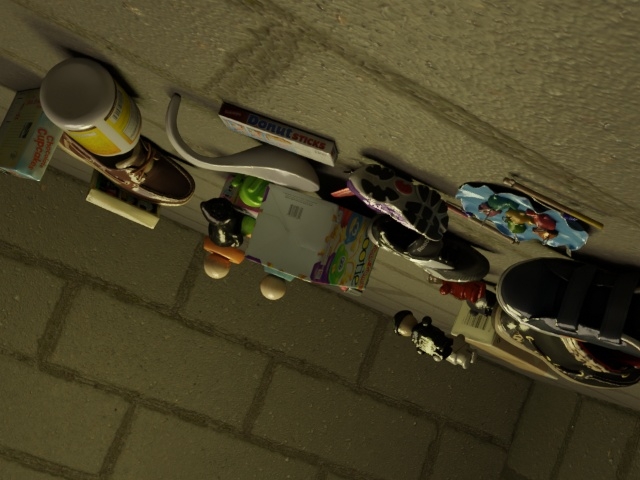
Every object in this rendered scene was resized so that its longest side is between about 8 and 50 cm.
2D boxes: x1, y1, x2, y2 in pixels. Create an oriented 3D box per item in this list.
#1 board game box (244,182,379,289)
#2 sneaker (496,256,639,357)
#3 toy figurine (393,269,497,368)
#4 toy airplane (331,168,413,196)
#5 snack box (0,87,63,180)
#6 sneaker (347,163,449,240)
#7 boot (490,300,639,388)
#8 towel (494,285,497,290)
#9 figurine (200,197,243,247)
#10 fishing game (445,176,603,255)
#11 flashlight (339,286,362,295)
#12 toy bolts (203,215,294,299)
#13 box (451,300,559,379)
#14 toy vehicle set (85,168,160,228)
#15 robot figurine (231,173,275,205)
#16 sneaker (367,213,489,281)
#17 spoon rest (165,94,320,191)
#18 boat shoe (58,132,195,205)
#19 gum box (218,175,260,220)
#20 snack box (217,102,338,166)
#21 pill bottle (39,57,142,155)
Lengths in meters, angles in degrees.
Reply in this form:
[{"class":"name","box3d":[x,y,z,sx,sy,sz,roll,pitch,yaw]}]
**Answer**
[{"class":"board game box","box3d":[0.000,0.000,1.393,0.144,0.142,0.275,19,-178,24]},{"class":"sneaker","box3d":[0.425,0.098,1.094,0.321,0.126,0.127,15,173,10]},{"class":"toy figurine","box3d":[0.282,0.162,1.641,0.148,0.213,0.209,28,180,37]},{"class":"toy airplane","box3d":[0.096,-0.077,1.154,0.151,0.028,0.151,12,160,4]},{"class":"snack box","box3d":[-0.627,-0.229,1.589,0.060,0.187,0.322,27,172,-34]},{"class":"sneaker","box3d":[0.115,-0.058,1.089,0.170,0.068,0.071,32,166,-16]},{"class":"boot","box3d":[0.568,0.218,1.513,0.377,0.138,0.284,29,171,-13]},{"class":"towel","box3d":[0.429,0.119,1.660,0.083,0.009,0.060,21,172,10]},{"class":"figurine","box3d":[-0.143,-0.020,1.558,0.215,0.092,0.209,21,171,4]},{"class":"fishing game","box3d":[0.269,-0.022,1.014,0.189,0.041,0.264,26,172,-9]},{"class":"flashlight","box3d":[-0.004,0.068,2.225,0.304,0.103,0.103,23,176,-11]},{"class":"toy bolts","box3d":[-0.146,0.045,1.751,0.229,0.158,0.218,19,173,21]},{"class":"box","box3d":[0.505,0.251,1.946,0.311,0.121,0.148,28,170,-34]},{"class":"toy vehicle set","box3d":[-0.468,-0.141,1.801,0.166,0.035,0.267,25,-155,-23]},{"class":"robot figurine","box3d":[-0.127,-0.102,1.491,0.101,0.067,0.115,38,171,-11]},{"class":"sneaker","box3d":[0.194,0.013,1.330,0.234,0.078,0.106,24,175,4]},{"class":"spoon rest","box3d":[-0.128,-0.135,1.202,0.276,0.084,0.137,25,172,-15]},{"class":"boat shoe","box3d":[-0.426,-0.178,1.655,0.342,0.123,0.123,32,171,-23]},{"class":"gum box","box3d":[-0.141,-0.079,1.711,0.107,0.062,0.188,19,172,22]},{"class":"snack box","box3d":[-0.062,-0.155,1.095,0.178,0.022,0.064,21,173,10]},{"class":"pill bottle","box3d":[-0.369,-0.211,1.232,0.117,0.117,0.215,22,172,6]}]
